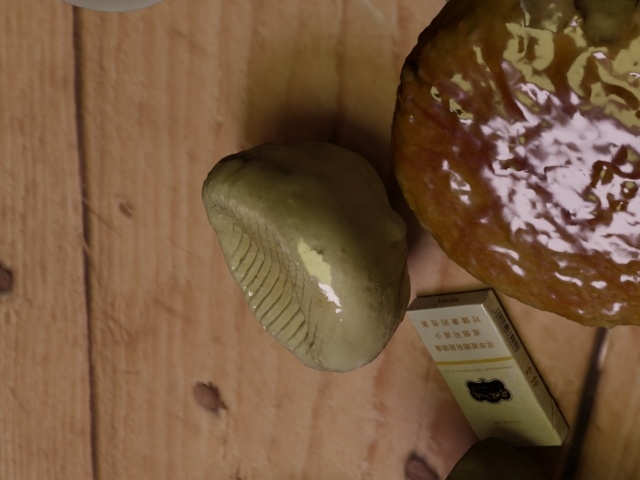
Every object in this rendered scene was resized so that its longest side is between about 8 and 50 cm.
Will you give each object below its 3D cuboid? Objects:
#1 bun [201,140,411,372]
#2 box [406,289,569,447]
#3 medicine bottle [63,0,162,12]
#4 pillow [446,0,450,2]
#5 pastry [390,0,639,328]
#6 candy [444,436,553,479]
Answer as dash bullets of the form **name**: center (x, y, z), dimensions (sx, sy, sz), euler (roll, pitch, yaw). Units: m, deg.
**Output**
- **bun**: center (0.000, 0.000, 1.467), dimensions (0.231, 0.133, 0.231), euler (46, 161, 22)
- **box**: center (0.151, 0.119, 1.549), dimensions (0.090, 0.024, 0.167), euler (-8, 122, 42)
- **medicine bottle**: center (-0.120, -0.312, 1.188), dimensions (0.238, 0.232, 0.238), euler (20, 137, 20)
- **pillow**: center (0.219, -0.146, 1.248), dimensions (0.255, 0.034, 0.189), euler (48, 137, -9)
- **pastry**: center (0.197, -0.064, 1.208), dimensions (0.329, 0.136, 0.330), euler (20, 136, 20)
- **candy**: center (0.151, 0.274, 1.615), dimensions (0.104, 0.102, 0.234), euler (31, 149, 9)
